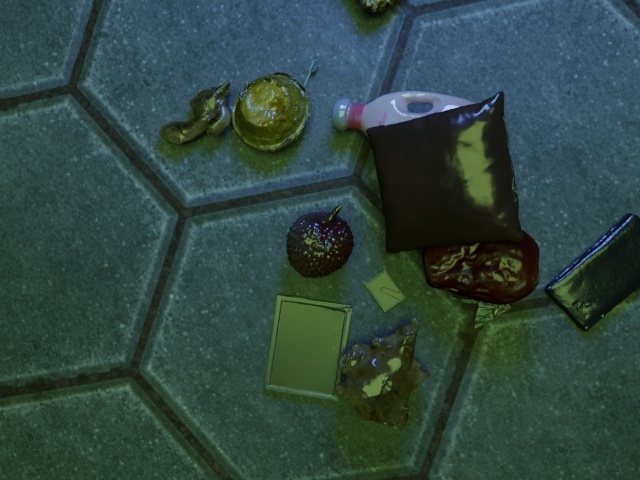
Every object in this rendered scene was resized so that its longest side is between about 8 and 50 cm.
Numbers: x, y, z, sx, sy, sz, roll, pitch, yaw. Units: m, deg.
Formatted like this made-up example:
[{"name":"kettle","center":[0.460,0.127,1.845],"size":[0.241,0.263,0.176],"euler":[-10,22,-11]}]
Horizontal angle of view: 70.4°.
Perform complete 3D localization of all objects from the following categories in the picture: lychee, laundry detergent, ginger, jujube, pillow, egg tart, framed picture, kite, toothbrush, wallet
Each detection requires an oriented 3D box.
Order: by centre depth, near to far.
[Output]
[{"name":"pillow","center":[0.259,-0.131,0.985],"size":[0.306,0.108,0.307],"euler":[-6,99,29]},{"name":"jujube","center":[0.369,0.054,1.054],"size":[0.256,0.190,0.189],"euler":[-4,90,12]},{"name":"laundry detergent","center":[0.194,-0.278,1.077],"size":[0.336,0.088,0.158],"euler":[14,96,16]},{"name":"lychee","center":[0.000,0.000,1.084],"size":[0.165,0.165,0.197],"euler":[19,119,4]},{"name":"wallet","center":[0.697,0.076,1.097],"size":[0.285,0.030,0.146],"euler":[-43,84,5]},{"name":"ginger","center":[0.158,0.307,1.099],"size":[0.219,0.123,0.269],"euler":[21,82,1]},{"name":"egg tart","center":[-0.128,-0.324,1.124],"size":[0.213,0.090,0.212],"euler":[-1,84,10]},{"name":"kite","center":[0.397,0.154,1.132],"size":[0.157,0.011,0.138],"euler":[8,88,3]},{"name":"framed picture","center":[0.164,0.128,1.151],"size":[0.066,0.007,0.089],"euler":[-37,88,3]},{"name":"toothbrush","center":[-0.052,-0.358,1.159],"size":[0.016,0.019,0.219],"euler":[22,93,-36]},{"name":"ginger","center":[-0.315,-0.320,1.162],"size":[0.214,0.059,0.132],"euler":[-14,81,13]},{"name":"framed picture","center":[-0.033,0.275,1.163],"size":[0.197,0.014,0.252],"euler":[8,91,5]}]

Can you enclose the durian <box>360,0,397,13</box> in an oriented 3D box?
[{"name":"durian","center":[0.111,-0.722,1.104],"size":[0.191,0.112,0.341],"euler":[-31,96,-5]}]
